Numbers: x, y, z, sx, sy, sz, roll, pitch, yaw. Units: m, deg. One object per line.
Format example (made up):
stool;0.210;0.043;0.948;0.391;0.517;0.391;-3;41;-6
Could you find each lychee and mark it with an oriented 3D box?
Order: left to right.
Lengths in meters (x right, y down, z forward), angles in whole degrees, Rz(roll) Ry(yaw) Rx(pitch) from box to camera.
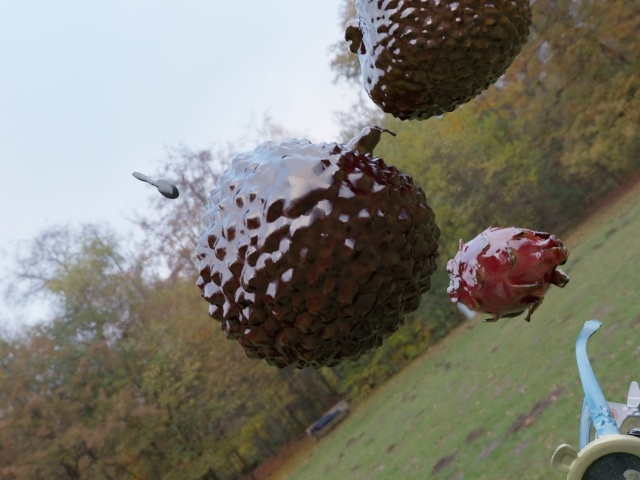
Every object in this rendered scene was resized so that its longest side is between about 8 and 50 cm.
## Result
lychee;0.000;0.000;0.707;0.264;0.264;0.300;96;-161;-74
lychee;0.115;-0.226;0.669;0.194;0.194;0.194;-37;-11;-9

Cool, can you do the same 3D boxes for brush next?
brush;-0.210;-0.072;0.805;0.008;0.083;0.024;-30;-45;-51

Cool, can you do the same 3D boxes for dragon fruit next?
dragon fruit;0.256;0.040;0.866;0.166;0.136;0.133;-30;3;29

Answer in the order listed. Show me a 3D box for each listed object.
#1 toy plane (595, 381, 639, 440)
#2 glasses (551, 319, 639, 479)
toy plane;0.336;0.149;0.547;0.197;0.053;0.078;-11;37;39
glasses;0.294;0.193;0.628;0.088;0.189;0.220;1;35;28
